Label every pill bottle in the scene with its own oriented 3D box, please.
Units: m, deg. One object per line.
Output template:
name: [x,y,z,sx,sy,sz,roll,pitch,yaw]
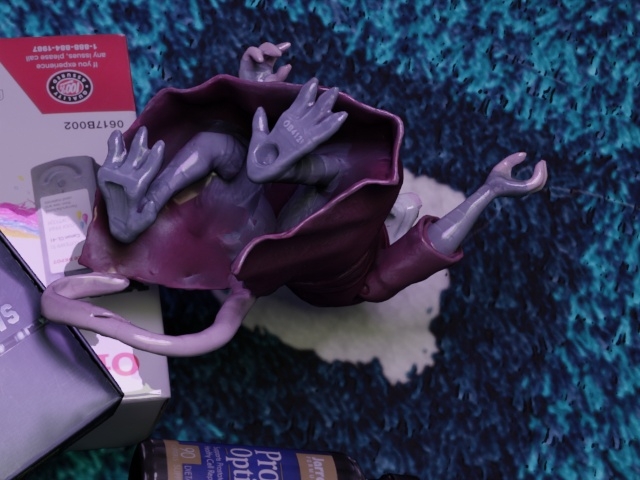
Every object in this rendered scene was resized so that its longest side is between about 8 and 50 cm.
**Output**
pill bottle: [-0.035,0.217,1.290,0.219,0.123,0.122,5,67,-12]

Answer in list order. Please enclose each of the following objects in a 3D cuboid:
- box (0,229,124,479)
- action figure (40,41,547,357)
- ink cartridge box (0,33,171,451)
box: [-0.280,0.106,1.168,0.233,0.059,0.183,-35,83,-22]
action figure: [0.000,0.000,1.285,0.248,0.370,0.275,22,83,21]
ink cartridge box: [-0.246,0.004,1.319,0.226,0.131,0.306,-4,69,-16]
